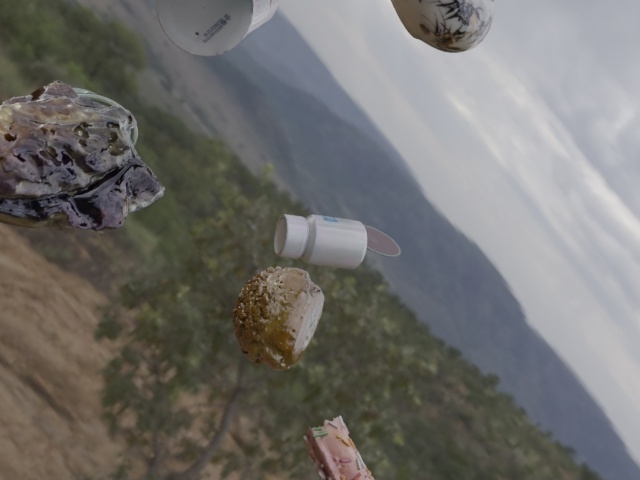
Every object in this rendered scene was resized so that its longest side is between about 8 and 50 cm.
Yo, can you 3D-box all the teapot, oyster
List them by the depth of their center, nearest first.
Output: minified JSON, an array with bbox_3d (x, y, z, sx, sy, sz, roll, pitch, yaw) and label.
[{"bbox_3d":[-0.332,-0.104,1.252,0.275,0.271,0.100,34,-47,23],"label":"oyster"},{"bbox_3d":[0.165,-0.344,1.412,0.208,0.166,0.300,61,27,10],"label":"teapot"}]

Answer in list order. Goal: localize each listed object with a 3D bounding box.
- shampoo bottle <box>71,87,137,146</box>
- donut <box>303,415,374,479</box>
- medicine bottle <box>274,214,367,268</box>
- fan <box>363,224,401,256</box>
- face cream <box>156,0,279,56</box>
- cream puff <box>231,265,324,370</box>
[{"bbox_3d":[-0.346,-0.177,1.660,0.118,0.087,0.234,22,3,-22],"label":"shampoo bottle"},{"bbox_3d":[0.037,0.332,1.582,0.117,0.065,0.166,64,1,41],"label":"donut"},{"bbox_3d":[0.000,0.000,1.167,0.089,0.052,0.052,8,21,-18],"label":"medicine bottle"},{"bbox_3d":[0.060,-0.009,1.655,0.133,0.005,0.085,23,24,-12],"label":"fan"},{"bbox_3d":[-0.102,-0.255,1.179,0.096,0.096,0.214,51,15,-10],"label":"face cream"},{"bbox_3d":[-0.065,0.107,1.594,0.115,0.150,0.165,17,-13,10],"label":"cream puff"}]
